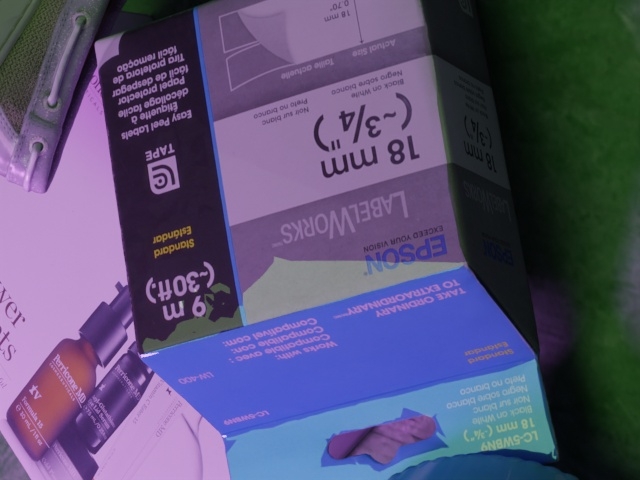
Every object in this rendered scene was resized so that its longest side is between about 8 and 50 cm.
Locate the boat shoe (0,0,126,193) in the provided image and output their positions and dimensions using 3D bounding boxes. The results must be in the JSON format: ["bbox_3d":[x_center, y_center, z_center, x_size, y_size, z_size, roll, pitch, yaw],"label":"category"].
[{"bbox_3d":[-0.156,-0.179,1.346,0.103,0.320,0.118,32,156,2],"label":"boat shoe"}]

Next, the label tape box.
[{"bbox_3d":[0.000,0.000,1.224,0.240,0.106,0.334,-16,74,23],"label":"label tape box"}]

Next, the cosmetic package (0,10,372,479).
[{"bbox_3d":[-0.137,0.054,1.425,0.284,0.097,0.377,-49,64,23],"label":"cosmetic package"}]

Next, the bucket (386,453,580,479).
[{"bbox_3d":[0.094,0.278,1.152,0.281,0.183,0.281,10,120,19],"label":"bucket"}]
